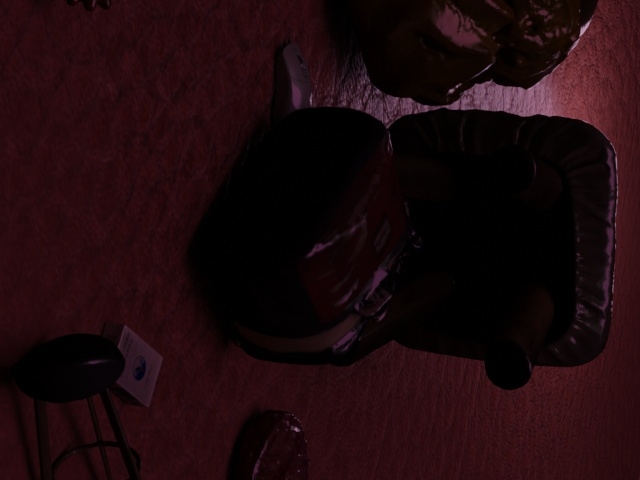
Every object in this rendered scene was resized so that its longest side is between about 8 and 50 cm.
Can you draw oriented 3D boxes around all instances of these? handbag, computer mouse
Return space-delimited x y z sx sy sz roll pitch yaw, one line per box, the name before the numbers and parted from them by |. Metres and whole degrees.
handbag | 0.000 0.000 1.854 0.254 0.181 0.181 -61 144 -37
computer mouse | -0.026 -0.167 1.937 0.056 0.032 0.110 -9 102 -66

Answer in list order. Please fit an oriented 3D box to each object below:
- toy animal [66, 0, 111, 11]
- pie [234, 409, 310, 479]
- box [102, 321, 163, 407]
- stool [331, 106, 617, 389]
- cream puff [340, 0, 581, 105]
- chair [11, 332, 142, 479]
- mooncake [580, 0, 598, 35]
toy animal | -0.211 -0.346 1.447 0.284 0.225 0.302 -86 180 -56
pie | -0.055 0.260 1.948 0.154 0.036 0.154 5 90 -66
box | -0.181 0.117 1.661 0.083 0.024 0.054 50 48 -56
stool | 0.171 0.010 2.076 0.226 0.310 0.310 -19 111 -61
cream puff | 0.168 -0.299 2.069 0.274 0.269 0.323 -49 137 -45
chair | -0.204 0.167 1.549 0.095 0.104 0.222 -96 178 -55
mooncake | 0.293 -0.415 2.448 0.284 0.155 0.284 4 90 -68
